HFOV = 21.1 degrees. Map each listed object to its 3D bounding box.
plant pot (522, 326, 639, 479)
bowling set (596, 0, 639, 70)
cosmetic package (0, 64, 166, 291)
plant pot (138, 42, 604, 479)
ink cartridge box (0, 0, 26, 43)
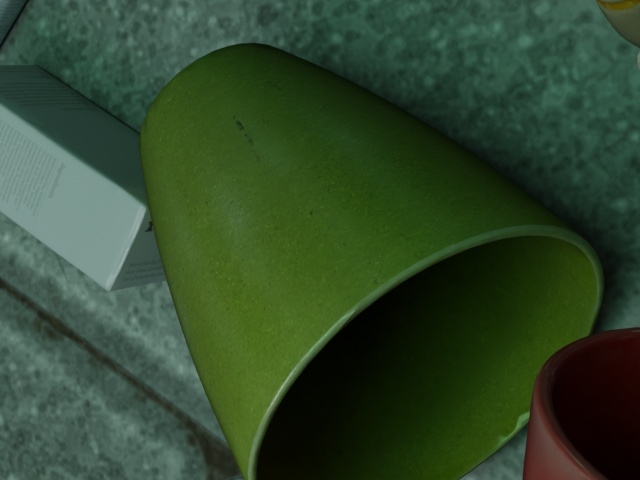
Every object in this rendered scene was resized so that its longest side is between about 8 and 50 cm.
[{"bbox_3d":[0.238,0.222,1.068,0.275,0.275,0.243,25,117,27],"label":"plant pot"},{"bbox_3d":[0.282,-0.121,1.017,0.287,0.154,0.200,-16,62,31],"label":"bowling set"},{"bbox_3d":[-0.201,-0.055,1.380,0.231,0.117,0.085,36,113,25],"label":"cosmetic package"},{"bbox_3d":[0.000,0.000,1.199,0.275,0.275,0.293,-55,53,24],"label":"plant pot"},{"bbox_3d":[-0.332,-0.271,1.478,0.223,0.045,0.224,45,115,19],"label":"ink cartridge box"}]
